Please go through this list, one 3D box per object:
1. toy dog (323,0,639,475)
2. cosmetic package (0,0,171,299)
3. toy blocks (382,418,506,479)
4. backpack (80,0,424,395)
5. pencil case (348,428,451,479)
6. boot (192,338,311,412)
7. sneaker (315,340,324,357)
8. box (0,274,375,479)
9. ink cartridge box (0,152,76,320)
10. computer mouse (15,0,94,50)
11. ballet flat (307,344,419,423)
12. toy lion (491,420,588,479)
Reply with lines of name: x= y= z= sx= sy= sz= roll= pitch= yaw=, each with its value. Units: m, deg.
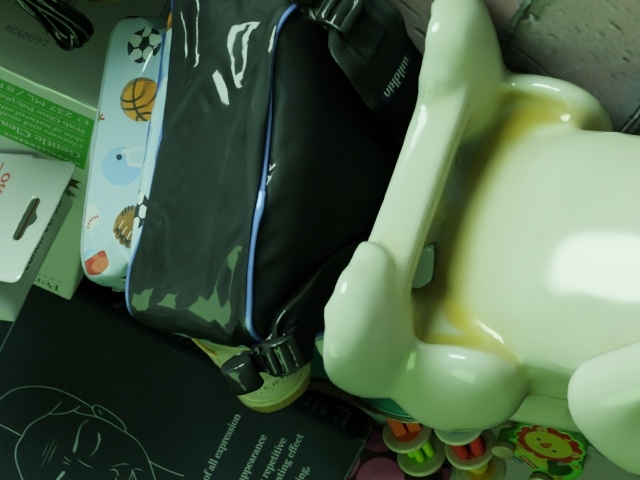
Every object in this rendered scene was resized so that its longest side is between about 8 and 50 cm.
toy dog: x=0.248 y=0.062 z=1.211 sx=0.408 sy=0.284 sz=0.395 roll=14 pitch=152 yaw=19
cosmetic package: x=-0.241 y=-0.114 z=1.467 sx=0.197 sy=0.155 sz=0.365 roll=23 pitch=153 yaw=-1
toy blocks: x=0.113 y=0.187 z=1.811 sx=0.123 sy=0.054 sz=0.148 roll=12 pitch=150 yaw=28
backpack: x=-0.032 y=-0.046 z=1.272 sx=0.213 sy=0.276 sz=0.263 roll=14 pitch=-176 yaw=31
pencil case: x=0.031 y=0.244 z=1.942 sx=0.209 sy=0.098 sz=0.095 roll=24 pitch=154 yaw=3
boot: x=-0.110 y=0.001 z=1.499 sx=0.262 sy=0.095 sz=0.203 roll=60 pitch=180 yaw=31
sneaker: x=0.000 y=0.000 z=1.531 sx=0.123 sy=0.106 sz=0.290 roll=20 pitch=143 yaw=20
box: x=-0.187 y=0.226 z=1.806 sx=0.395 sy=0.293 sz=0.212 roll=28 pitch=-177 yaw=2
ink cartridge box: x=-0.271 y=-0.005 z=1.388 sx=0.198 sy=0.115 sz=0.067 roll=5 pitch=149 yaw=31
computer mouse: x=-0.143 y=-0.190 z=1.188 sx=0.193 sy=0.042 sz=0.106 roll=-22 pitch=123 yaw=36
ballet flat: x=0.042 y=0.130 z=1.772 sx=0.206 sy=0.073 sz=0.067 roll=19 pitch=173 yaw=25
toy lion: x=0.223 y=0.202 z=1.772 sx=0.096 sy=0.034 sz=0.100 roll=-15 pitch=133 yaw=43
